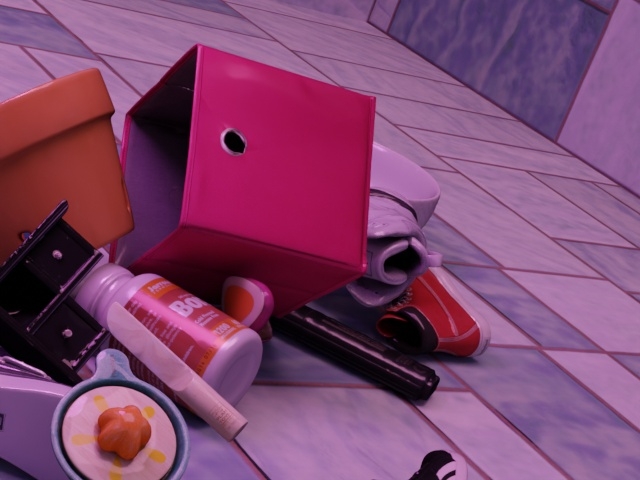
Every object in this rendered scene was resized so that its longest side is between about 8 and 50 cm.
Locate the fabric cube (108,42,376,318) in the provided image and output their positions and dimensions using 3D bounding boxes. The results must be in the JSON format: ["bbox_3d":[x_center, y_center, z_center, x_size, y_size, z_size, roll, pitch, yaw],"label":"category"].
[{"bbox_3d":[-0.103,-0.066,1.934,0.258,0.254,0.259,15,-23,-25],"label":"fabric cube"}]

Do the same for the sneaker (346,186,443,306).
[{"bbox_3d":[0.000,0.000,2.210,0.366,0.137,0.210,-1,21,-20],"label":"sneaker"}]

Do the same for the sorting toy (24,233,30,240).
[{"bbox_3d":[-0.415,-0.024,2.060,0.193,0.038,0.208,21,18,-2],"label":"sorting toy"}]

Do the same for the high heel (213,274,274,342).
[{"bbox_3d":[-0.076,0.097,1.889,0.117,0.082,0.244,5,-18,-23],"label":"high heel"}]

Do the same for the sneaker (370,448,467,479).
[{"bbox_3d":[0.101,0.285,1.687,0.121,0.079,0.217,20,19,-8],"label":"sneaker"}]

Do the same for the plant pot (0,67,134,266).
[{"bbox_3d":[-0.363,-0.060,1.840,0.203,0.291,0.291,65,20,-5],"label":"plant pot"}]

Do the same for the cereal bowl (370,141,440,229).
[{"bbox_3d":[0.030,-0.084,2.563,0.339,0.141,0.339,19,19,-7],"label":"cereal bowl"}]

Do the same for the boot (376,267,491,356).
[{"bbox_3d":[0.123,0.091,2.263,0.176,0.088,0.244,3,29,-41],"label":"boot"}]

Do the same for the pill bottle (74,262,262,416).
[{"bbox_3d":[-0.187,0.115,1.785,0.216,0.121,0.121,29,20,21],"label":"pill bottle"}]

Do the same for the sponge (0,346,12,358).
[{"bbox_3d":[-0.453,0.115,1.634,0.210,0.031,0.117,20,17,1],"label":"sponge"}]

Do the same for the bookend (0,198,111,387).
[{"bbox_3d":[-0.289,0.068,1.673,0.157,0.072,0.156,44,60,-8],"label":"bookend"}]

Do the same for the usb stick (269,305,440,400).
[{"bbox_3d":[0.034,0.144,2.072,0.278,0.045,0.077,26,12,13],"label":"usb stick"}]

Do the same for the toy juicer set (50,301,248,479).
[{"bbox_3d":[-0.156,0.205,1.407,0.209,0.089,0.329,26,47,-5],"label":"toy juicer set"}]

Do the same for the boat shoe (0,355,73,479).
[{"bbox_3d":[-0.307,0.174,1.528,0.301,0.108,0.102,14,20,1],"label":"boat shoe"}]
